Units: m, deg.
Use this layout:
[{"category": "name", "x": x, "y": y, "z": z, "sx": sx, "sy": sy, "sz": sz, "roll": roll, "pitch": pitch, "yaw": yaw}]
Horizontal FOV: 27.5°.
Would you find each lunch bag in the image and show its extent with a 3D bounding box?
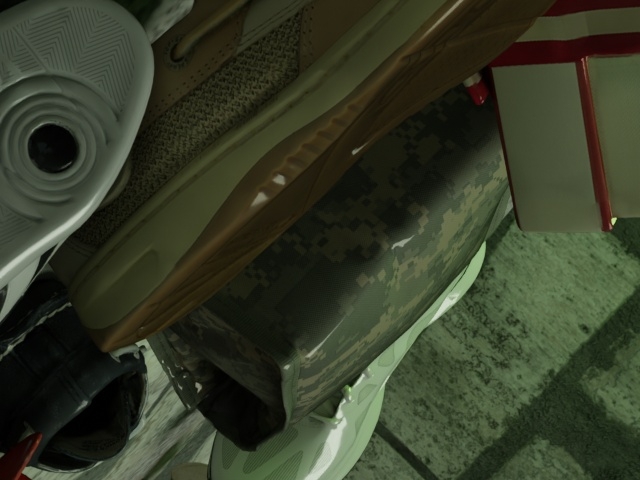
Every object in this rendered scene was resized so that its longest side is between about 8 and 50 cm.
[{"category": "lunch bag", "x": 0.000, "y": 0.000, "z": 0.835, "sx": 0.235, "sy": 0.169, "sz": 0.287, "roll": -45, "pitch": 165, "yaw": -19}]

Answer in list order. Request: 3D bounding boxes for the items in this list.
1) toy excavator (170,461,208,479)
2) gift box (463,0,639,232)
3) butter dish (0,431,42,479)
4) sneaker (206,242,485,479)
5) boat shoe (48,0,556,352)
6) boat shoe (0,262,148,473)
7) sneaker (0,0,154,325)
[{"category": "toy excavator", "x": -0.284, "y": 0.482, "z": 1.450, "sx": 0.432, "sy": 0.445, "sz": 0.222, "roll": -3, "pitch": 161, "yaw": -7}, {"category": "gift box", "x": 0.196, "y": -0.174, "z": 0.631, "sx": 0.258, "sy": 0.276, "sz": 0.255, "roll": -2, "pitch": -158, "yaw": 28}, {"category": "butter dish", "x": -0.154, "y": 0.195, "z": 0.638, "sx": 0.160, "sy": 0.118, "sz": 0.160, "roll": -62, "pitch": -169, "yaw": -31}, {"category": "sneaker", "x": 0.017, "y": 0.087, "z": 1.385, "sx": 0.447, "sy": 0.169, "sz": 0.257, "roll": -53, "pitch": 163, "yaw": -14}, {"category": "boat shoe", "x": -0.003, "y": -0.093, "z": 0.523, "sx": 0.341, "sy": 0.110, "sz": 0.121, "roll": -41, "pitch": 170, "yaw": 20}, {"category": "boat shoe", "x": -0.152, "y": 0.096, "z": 0.777, "sx": 0.114, "sy": 0.091, "sz": 0.302, "roll": -45, "pitch": 170, "yaw": -9}, {"category": "sneaker", "x": -0.150, "y": 0.000, "z": 0.515, "sx": 0.217, "sy": 0.079, "sz": 0.121, "roll": -57, "pitch": -167, "yaw": -11}]
